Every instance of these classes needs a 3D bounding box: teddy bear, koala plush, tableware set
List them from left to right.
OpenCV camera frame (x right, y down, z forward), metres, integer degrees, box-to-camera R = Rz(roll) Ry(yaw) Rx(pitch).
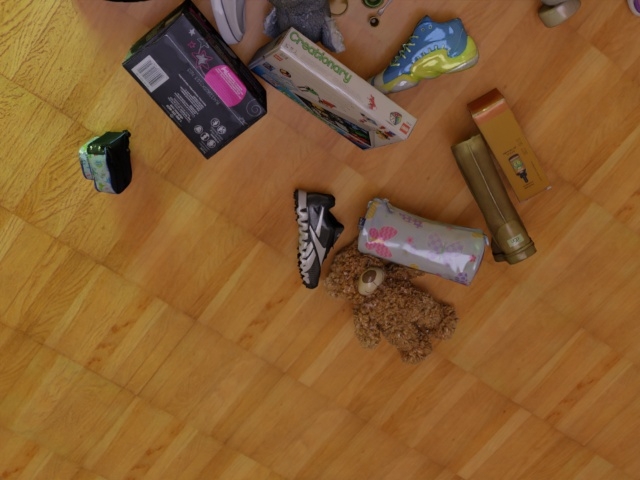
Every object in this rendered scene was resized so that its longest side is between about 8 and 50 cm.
[{"bbox_3d":[-0.039,-0.452,1.769,0.196,0.203,0.221,16,142,19],"label":"koala plush"},{"bbox_3d":[0.059,-0.473,1.855,0.154,0.024,0.104,34,109,-19],"label":"tableware set"},{"bbox_3d":[0.165,0.142,2.115,0.245,0.113,0.338,-26,115,6],"label":"teddy bear"}]

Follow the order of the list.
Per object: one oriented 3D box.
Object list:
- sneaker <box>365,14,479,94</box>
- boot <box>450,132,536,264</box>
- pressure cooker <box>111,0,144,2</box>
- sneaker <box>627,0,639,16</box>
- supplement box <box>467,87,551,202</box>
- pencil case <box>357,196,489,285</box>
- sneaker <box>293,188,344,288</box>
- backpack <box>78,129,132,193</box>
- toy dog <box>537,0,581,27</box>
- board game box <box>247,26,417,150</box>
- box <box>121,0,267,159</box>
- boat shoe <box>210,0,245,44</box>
[{"bbox_3d":[0.188,-0.372,1.893,0.240,0.091,0.126,-18,98,5],"label":"sneaker"},{"bbox_3d":[0.360,-0.090,2.005,0.089,0.236,0.270,-27,92,-1],"label":"boot"},{"bbox_3d":[-0.336,-0.643,1.539,0.369,0.421,0.375,-19,150,-2],"label":"pressure cooker"},{"bbox_3d":[0.718,-0.509,1.843,0.236,0.104,0.095,-35,112,11],"label":"sneaker"},{"bbox_3d":[0.394,-0.196,1.986,0.078,0.080,0.233,-29,113,11],"label":"supplement box"},{"bbox_3d":[0.213,0.002,2.015,0.273,0.113,0.124,18,85,5],"label":"pencil case"},{"bbox_3d":[0.000,0.000,2.050,0.106,0.078,0.234,-3,114,0],"label":"sneaker"},{"bbox_3d":[-0.432,-0.156,1.932,0.084,0.105,0.114,3,119,19],"label":"backpack"},{"bbox_3d":[0.519,-0.543,1.779,0.220,0.161,0.334,29,110,-17],"label":"toy dog"},{"bbox_3d":[0.020,-0.286,1.853,0.305,0.193,0.053,33,77,-19],"label":"board game box"},{"bbox_3d":[-0.239,-0.312,1.847,0.163,0.142,0.247,-36,112,14],"label":"box"},{"bbox_3d":[-0.162,-0.496,1.782,0.084,0.095,0.258,-2,118,12],"label":"boat shoe"}]
